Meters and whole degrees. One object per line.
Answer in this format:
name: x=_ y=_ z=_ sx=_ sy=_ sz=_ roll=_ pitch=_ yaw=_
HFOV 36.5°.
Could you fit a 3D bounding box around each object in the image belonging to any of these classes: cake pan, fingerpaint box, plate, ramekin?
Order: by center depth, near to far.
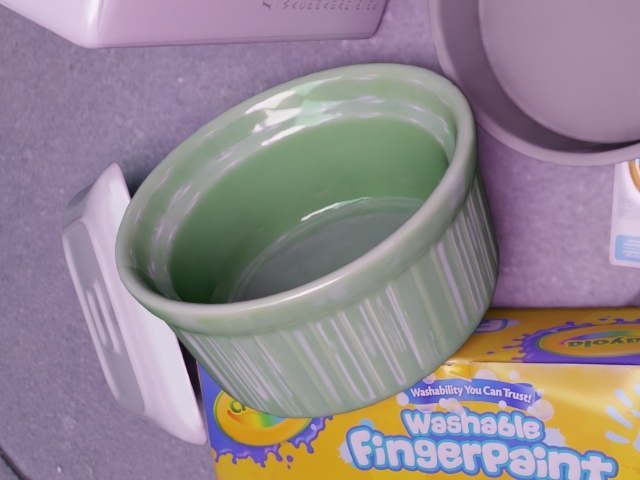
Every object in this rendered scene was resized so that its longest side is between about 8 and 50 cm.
cake pan: x=0.215 y=-0.202 z=0.736 sx=0.293 sy=0.054 sz=0.293 roll=3 pitch=94 yaw=42
ramekin: x=0.000 y=0.000 z=0.802 sx=0.303 sy=0.303 sz=0.148 roll=-2 pitch=132 yaw=31
fingerpaint box: x=0.139 y=0.253 z=0.858 sx=0.445 sy=0.163 sz=0.371 roll=-4 pitch=100 yaw=31
plate: x=-0.208 y=0.073 z=1.003 sx=0.278 sy=0.045 sz=0.277 roll=-13 pitch=95 yaw=68

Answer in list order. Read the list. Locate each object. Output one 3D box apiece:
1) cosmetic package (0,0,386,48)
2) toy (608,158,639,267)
cosmetic package: x=-0.123 y=-0.356 z=0.735 sx=0.329 sy=0.394 sz=0.327 roll=29 pitch=114 yaw=21
toy: x=0.293 y=-0.082 z=0.752 sx=0.137 sy=0.056 sz=0.237 roll=8 pitch=105 yaw=30
